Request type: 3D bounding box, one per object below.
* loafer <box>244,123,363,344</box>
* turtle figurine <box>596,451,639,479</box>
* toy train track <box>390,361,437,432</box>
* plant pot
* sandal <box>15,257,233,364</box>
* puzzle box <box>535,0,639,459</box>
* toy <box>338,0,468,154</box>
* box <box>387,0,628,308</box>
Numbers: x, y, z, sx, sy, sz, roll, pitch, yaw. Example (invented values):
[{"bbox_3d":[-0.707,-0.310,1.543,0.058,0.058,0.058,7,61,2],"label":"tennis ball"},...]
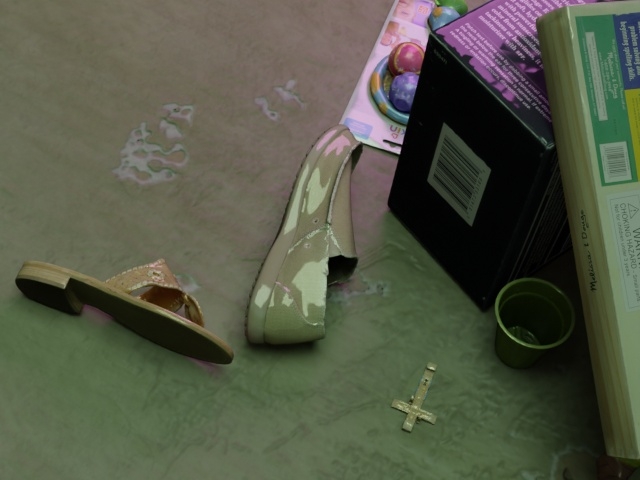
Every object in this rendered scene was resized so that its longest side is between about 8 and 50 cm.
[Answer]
[{"bbox_3d":[0.000,0.000,1.419,0.092,0.102,0.268,19,66,4],"label":"loafer"},{"bbox_3d":[0.317,0.311,1.259,0.270,0.087,0.217,11,48,10],"label":"turtle figurine"},{"bbox_3d":[0.103,0.159,1.374,0.048,0.014,0.083,21,57,7],"label":"toy train track"},{"bbox_3d":[0.215,0.094,1.391,0.083,0.079,0.083,3,57,-5],"label":"plant pot"},{"bbox_3d":[-0.188,0.047,1.366,0.240,0.088,0.079,17,63,10],"label":"sandal"},{"bbox_3d":[0.354,-0.025,1.239,0.272,0.052,0.408,-8,89,-25],"label":"puzzle box"},{"bbox_3d":[0.123,-0.207,1.589,0.137,0.056,0.237,20,57,7],"label":"toy"},{"bbox_3d":[0.250,-0.129,1.414,0.294,0.296,0.182,-30,65,-24],"label":"box"}]
